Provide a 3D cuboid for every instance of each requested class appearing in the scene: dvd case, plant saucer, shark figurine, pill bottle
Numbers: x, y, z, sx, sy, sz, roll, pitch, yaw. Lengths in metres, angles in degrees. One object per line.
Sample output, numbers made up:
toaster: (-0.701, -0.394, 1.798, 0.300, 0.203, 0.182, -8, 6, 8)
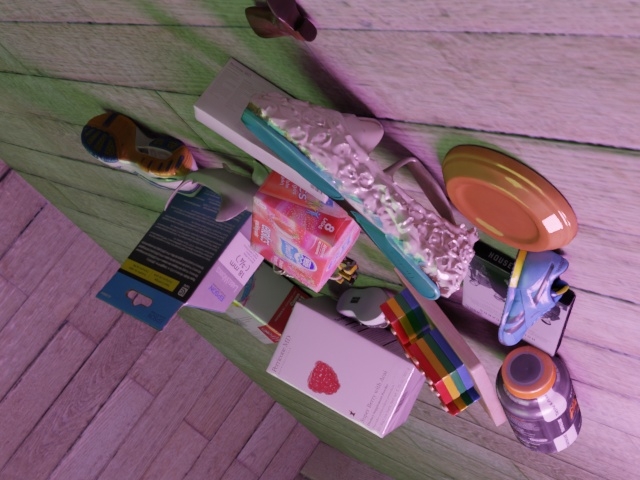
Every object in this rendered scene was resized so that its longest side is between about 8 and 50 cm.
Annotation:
dvd case: (0.307, 0.094, 1.654, 0.179, 0.029, 0.238, 30, 163, 18)
plant saucer: (0.241, -0.047, 1.373, 0.200, 0.037, 0.200, 32, 163, 11)
shark figurine: (-0.185, -0.082, 1.962, 0.278, 0.116, 0.166, 16, 154, 22)
pill bottle: (0.380, 0.274, 1.832, 0.130, 0.130, 0.245, 26, 162, 32)

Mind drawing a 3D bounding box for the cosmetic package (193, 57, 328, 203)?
cosmetic package: (-0.063, -0.163, 1.556, 0.239, 0.099, 0.060, 34, 167, 8)

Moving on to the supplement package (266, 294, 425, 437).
supplement package: (0.067, 0.263, 2.240, 0.293, 0.177, 0.175, 27, -169, 19)

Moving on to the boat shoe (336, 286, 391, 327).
boat shoe: (0.106, 0.147, 2.137, 0.076, 0.080, 0.228, 34, 166, -18)

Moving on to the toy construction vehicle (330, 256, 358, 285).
toy construction vehicle: (0.034, 0.056, 2.092, 0.098, 0.035, 0.086, 27, 162, 28)

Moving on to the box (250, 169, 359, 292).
box: (-0.015, -0.040, 1.725, 0.154, 0.142, 0.300, 34, 164, 4)

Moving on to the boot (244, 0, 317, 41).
boot: (-0.068, -0.292, 1.319, 0.114, 0.037, 0.106, 23, 158, 51)

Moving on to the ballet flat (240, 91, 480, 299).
ballet flat: (0.067, -0.086, 1.451, 0.409, 0.147, 0.147, 43, 162, -20)

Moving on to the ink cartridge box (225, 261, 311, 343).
ink cartridge box: (-0.191, 0.113, 2.545, 0.306, 0.131, 0.226, 40, 164, -10)

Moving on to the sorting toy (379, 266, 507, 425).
sorting toy: (0.209, 0.207, 1.887, 0.257, 0.089, 0.255, 55, 178, 36)

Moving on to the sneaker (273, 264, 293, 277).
sneaker: (-0.057, 0.042, 2.118, 0.064, 0.086, 0.192, 60, 177, 34)

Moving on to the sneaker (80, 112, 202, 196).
sneaker: (-0.371, -0.164, 2.158, 0.296, 0.112, 0.131, 27, 162, 30)

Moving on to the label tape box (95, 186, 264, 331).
label tape box: (-0.261, 0.042, 2.113, 0.241, 0.333, 0.106, 20, 158, 44)

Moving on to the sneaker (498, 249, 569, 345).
sneaker: (0.306, 0.090, 1.501, 0.082, 0.069, 0.209, 15, 139, 11)
